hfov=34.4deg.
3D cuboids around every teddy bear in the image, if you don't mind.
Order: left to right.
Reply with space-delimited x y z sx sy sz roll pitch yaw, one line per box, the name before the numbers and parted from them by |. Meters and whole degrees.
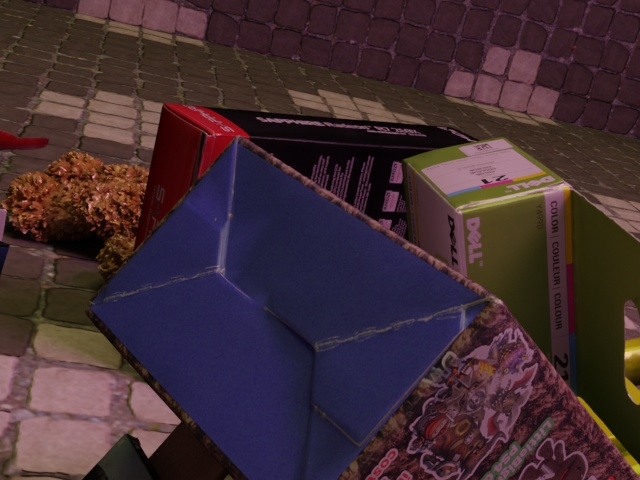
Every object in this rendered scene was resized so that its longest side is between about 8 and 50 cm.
teddy bear | -0.180 -0.029 1.138 0.338 0.113 0.245 25 23 30

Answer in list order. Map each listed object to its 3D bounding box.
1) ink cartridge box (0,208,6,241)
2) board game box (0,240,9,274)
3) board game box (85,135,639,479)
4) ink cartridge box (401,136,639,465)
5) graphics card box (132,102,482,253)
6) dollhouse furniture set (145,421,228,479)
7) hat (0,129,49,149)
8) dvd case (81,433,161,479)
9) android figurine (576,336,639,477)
ink cartridge box | -0.368 -0.019 1.056 0.083 0.048 0.028 7 19 -27
board game box | -0.408 -0.008 0.898 0.165 0.042 0.243 19 2 14
board game box | 0.042 0.108 0.621 0.232 0.141 0.291 35 -8 47
ink cartridge box | 0.151 0.051 0.779 0.097 0.189 0.255 -12 24 -9
graphics card box | 0.000 0.000 0.992 0.371 0.233 0.094 -1 23 -39
dollhouse furniture set | -0.042 0.217 0.635 0.151 0.123 0.144 46 -5 -39
hat | -0.440 -0.079 1.207 0.208 0.183 0.173 -12 62 -1
dvd case | -0.121 0.178 0.607 0.013 0.087 0.119 45 -2 -40
android figurine | 0.172 0.148 0.856 0.273 0.056 0.248 -13 24 -11
